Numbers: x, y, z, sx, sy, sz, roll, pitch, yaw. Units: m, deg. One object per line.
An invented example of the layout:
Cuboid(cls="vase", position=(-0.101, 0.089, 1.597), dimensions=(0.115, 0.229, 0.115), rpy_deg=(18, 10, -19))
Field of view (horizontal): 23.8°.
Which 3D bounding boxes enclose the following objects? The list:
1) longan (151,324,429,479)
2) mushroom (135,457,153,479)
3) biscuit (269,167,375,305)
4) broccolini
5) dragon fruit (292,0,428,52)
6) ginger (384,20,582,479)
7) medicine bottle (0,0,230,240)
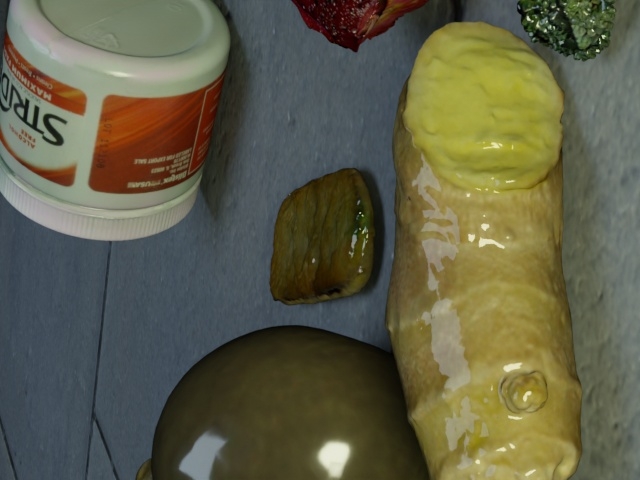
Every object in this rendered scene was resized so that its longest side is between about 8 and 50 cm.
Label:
Cuboid(cls="longan", position=(-0.022, 0.168, 1.249), dimensions=(0.246, 0.246, 0.215), rpy_deg=(-131, 32, -59))
Cuboid(cls="mushroom", position=(-0.126, 0.290, 1.641), dimensions=(0.328, 0.122, 0.159), rpy_deg=(151, 125, -67))
Cuboid(cls="biscuit", position=(0.000, 0.000, 1.435), dimensions=(0.247, 0.029, 0.119), rpy_deg=(165, 111, -69))
Cuboid(cls="broccolini", position=(0.139, -0.299, 1.035), dimensions=(0.079, 0.074, 0.392), rpy_deg=(41, -144, -60))
Cuboid(cls="dragon fruit", position=(0.037, -0.264, 1.186), dimensions=(0.189, 0.163, 0.261), rpy_deg=(-58, 14, -11))
Cuboid(cls="ginger", position=(0.109, 0.023, 1.030), dimensions=(0.190, 0.126, 0.354), rpy_deg=(162, 110, -79))
Cuboid(cls="medicine bottle", position=(-0.244, -0.166, 1.755), dimensions=(0.252, 0.252, 0.241), rpy_deg=(-115, 31, -47))
